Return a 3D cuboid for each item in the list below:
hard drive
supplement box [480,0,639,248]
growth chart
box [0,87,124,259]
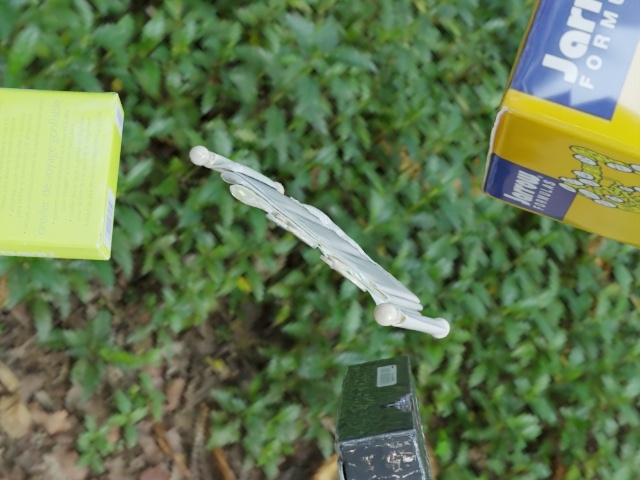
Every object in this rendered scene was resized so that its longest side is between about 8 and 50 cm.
[{"bbox_3d":[0.071,0.277,0.952,0.237,0.064,0.339,-71,149,-81],"label":"hard drive"},{"bbox_3d":[0.280,-0.072,0.621,0.356,0.194,0.195,19,-8,8],"label":"supplement box"},{"bbox_3d":[0.000,0.000,0.953,0.237,0.021,0.172,40,8,30],"label":"growth chart"},{"bbox_3d":[-0.223,-0.046,0.818,0.042,0.178,0.109,92,1,-74],"label":"box"}]
